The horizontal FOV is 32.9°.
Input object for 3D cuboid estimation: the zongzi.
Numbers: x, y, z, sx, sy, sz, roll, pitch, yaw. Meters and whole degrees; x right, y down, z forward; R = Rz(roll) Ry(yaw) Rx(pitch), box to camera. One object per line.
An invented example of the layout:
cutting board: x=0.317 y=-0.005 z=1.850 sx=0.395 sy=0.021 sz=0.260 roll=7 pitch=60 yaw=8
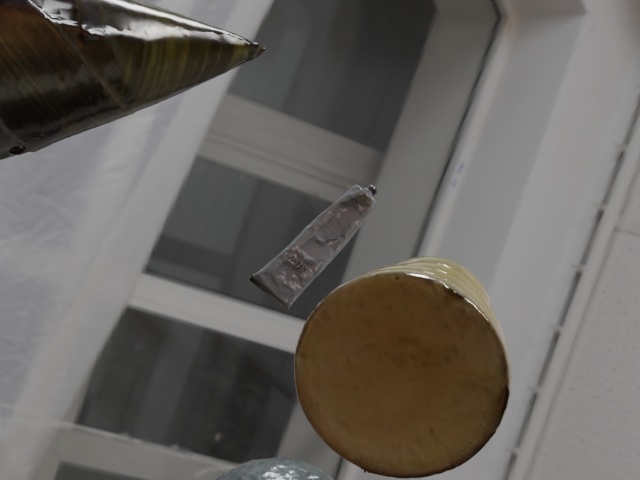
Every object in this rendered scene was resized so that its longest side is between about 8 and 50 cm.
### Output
zongzi: x=-0.323 y=-0.189 z=0.969 sx=0.403 sy=0.432 sz=0.208 roll=36 pitch=-49 yaw=51

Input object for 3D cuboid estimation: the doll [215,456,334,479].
doll: x=0.012 y=0.279 z=0.806 sx=0.340 sy=0.246 sz=0.158 roll=24 pitch=-89 yaw=43

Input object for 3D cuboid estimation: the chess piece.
chess piece: x=0.051 y=0.051 z=0.541 sx=0.094 sy=0.094 sz=0.170 roll=-67 pitch=171 yaw=9

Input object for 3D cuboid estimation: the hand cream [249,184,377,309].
hand cream: x=0.000 y=0.000 z=0.654 sx=0.093 sy=0.030 sz=0.019 roll=-46 pitch=-179 yaw=-8
